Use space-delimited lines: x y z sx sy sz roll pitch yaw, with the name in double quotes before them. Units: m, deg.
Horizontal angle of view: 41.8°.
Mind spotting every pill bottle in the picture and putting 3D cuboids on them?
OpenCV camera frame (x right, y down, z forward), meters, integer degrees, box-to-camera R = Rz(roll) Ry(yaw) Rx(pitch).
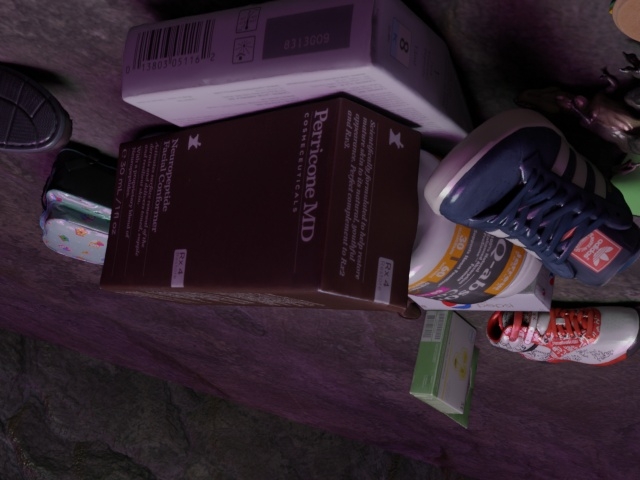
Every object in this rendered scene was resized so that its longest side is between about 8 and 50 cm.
"pill bottle" 0.152 -0.008 1.003 0.162 0.162 0.278 -4 169 39

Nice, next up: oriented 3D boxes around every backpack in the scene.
"backpack" -0.364 -0.043 1.339 0.165 0.144 0.188 16 162 -19

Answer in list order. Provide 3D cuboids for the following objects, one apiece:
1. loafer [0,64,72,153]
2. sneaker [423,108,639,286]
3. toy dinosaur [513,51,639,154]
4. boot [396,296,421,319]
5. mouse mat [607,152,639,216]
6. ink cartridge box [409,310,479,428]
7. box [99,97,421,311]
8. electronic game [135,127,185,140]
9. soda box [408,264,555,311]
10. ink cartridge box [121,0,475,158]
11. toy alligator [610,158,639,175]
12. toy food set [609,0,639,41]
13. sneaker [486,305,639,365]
"loafer" -0.459 -0.183 1.143 0.302 0.109 0.095 15 178 15
"sneaker" 0.239 -0.027 0.842 0.350 0.148 0.131 3 135 -52
"toy dinosaur" 0.317 -0.109 0.799 0.268 0.064 0.118 34 163 20
"boot" 0.175 0.107 1.501 0.106 0.037 0.114 25 151 -30
"mouse mat" 0.414 -0.064 0.971 0.152 0.007 0.190 12 159 6
"ink cartridge box" 0.262 0.248 1.597 0.056 0.171 0.235 -4 151 39
"box" -0.080 -0.024 0.934 0.381 0.191 0.143 -3 167 43
"electronic game" -0.191 -0.054 1.201 0.229 0.048 0.229 12 126 18
"soda box" 0.245 0.064 1.293 0.216 0.074 0.069 -3 152 37
"ink cartridge box" 0.020 -0.154 0.954 0.308 0.091 0.385 -1 170 33
"toy alligator" 0.374 -0.105 0.846 0.189 0.056 0.051 -8 107 47
"toy food set" 0.290 -0.197 0.711 0.082 0.020 0.083 20 158 -13
"sneaker" 0.391 0.146 1.379 0.145 0.090 0.270 21 160 -21
